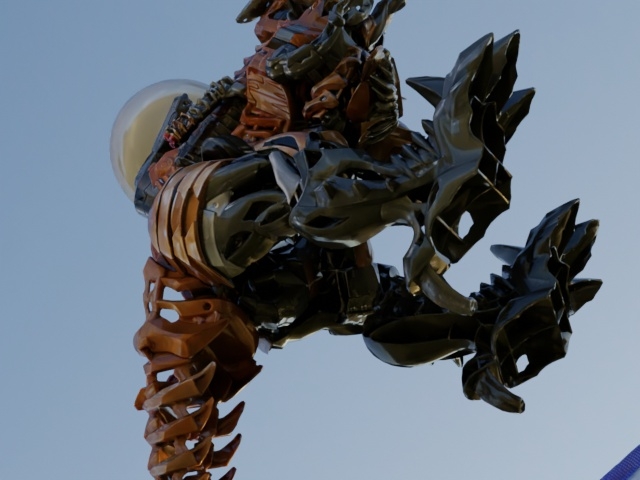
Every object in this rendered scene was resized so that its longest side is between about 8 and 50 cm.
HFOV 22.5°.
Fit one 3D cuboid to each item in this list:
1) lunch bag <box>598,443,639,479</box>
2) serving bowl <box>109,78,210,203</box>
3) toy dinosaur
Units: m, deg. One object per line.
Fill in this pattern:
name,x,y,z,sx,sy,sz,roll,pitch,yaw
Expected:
lunch bag,0.345,0.192,1.020,0.385,0.328,0.239,-39,-77,-9
serving bowl,-0.074,-0.052,0.898,0.083,0.027,0.083,3,-99,-19
toy dinosaur,0.000,0.000,0.741,0.164,0.218,0.321,29,-114,-59
